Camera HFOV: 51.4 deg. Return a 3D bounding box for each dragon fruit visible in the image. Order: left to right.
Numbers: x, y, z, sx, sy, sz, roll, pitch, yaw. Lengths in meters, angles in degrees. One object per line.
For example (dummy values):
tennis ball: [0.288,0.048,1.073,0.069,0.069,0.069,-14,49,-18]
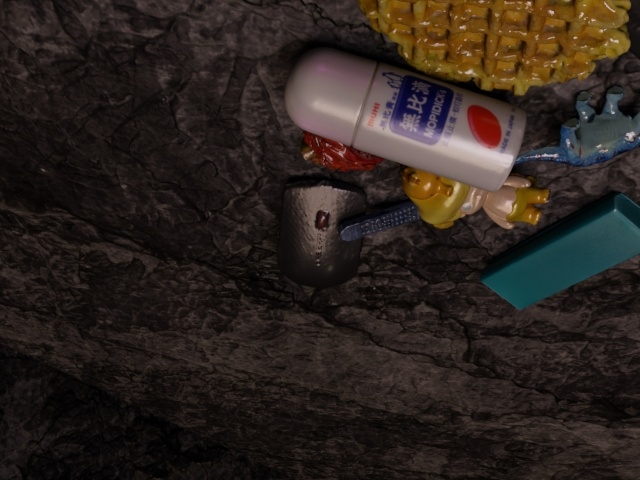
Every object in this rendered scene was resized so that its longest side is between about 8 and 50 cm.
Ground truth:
dragon fruit: [0.022,-0.147,1.091,0.162,0.083,0.106,35,138,-31]

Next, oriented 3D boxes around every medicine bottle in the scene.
medicine bottle: [0.113,-0.181,0.964,0.340,0.130,0.130,19,142,2]

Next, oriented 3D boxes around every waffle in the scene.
waffle: [0.208,-0.285,0.822,0.302,0.068,0.324,30,157,-28]

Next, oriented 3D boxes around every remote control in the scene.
remote control: [0.105,-0.036,1.208,0.152,0.027,0.044,-16,127,-4]

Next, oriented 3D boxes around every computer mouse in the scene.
computer mouse: [0.000,0.005,1.276,0.168,0.087,0.295,5,140,1]

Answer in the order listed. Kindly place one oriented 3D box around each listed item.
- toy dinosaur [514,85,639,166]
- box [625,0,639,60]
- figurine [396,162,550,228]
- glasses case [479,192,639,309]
toy dinosaur: [0.412,-0.160,0.979,0.328,0.076,0.144,-9,136,-2]
box: [0.426,-0.349,0.740,0.288,0.073,0.290,32,139,-25]
figurine: [0.242,-0.087,1.079,0.246,0.131,0.157,17,107,-6]
glasses case: [0.443,0.021,1.214,0.117,0.070,0.301,35,138,-19]
